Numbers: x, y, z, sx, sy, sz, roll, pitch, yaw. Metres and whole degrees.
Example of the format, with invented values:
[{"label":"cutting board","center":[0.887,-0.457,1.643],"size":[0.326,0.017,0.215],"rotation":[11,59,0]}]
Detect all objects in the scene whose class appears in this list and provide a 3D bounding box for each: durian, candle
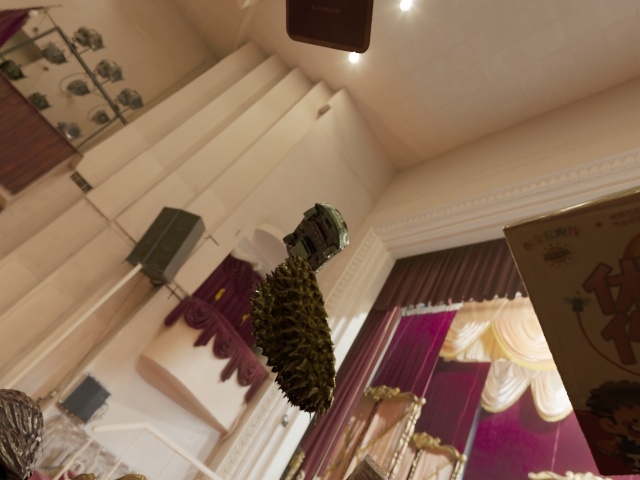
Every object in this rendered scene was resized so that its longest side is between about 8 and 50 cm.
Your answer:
[{"label":"durian","center":[-0.038,0.165,0.867],"size":[0.158,0.352,0.169],"rotation":[-28,-40,13]},{"label":"candle","center":[0.080,0.532,0.925],"size":[0.068,0.192,0.169],"rotation":[40,-56,18]}]

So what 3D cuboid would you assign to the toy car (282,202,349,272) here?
[{"label":"toy car","center":[0.000,0.000,1.208],"size":[0.136,0.125,0.306],"rotation":[62,-33,12]}]

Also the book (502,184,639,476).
[{"label":"book","center":[0.255,0.070,0.316],"size":[0.162,0.022,0.232],"rotation":[-20,-81,31]}]

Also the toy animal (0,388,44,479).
[{"label":"toy animal","center":[-0.412,0.239,0.495],"size":[0.298,0.122,0.185],"rotation":[-7,-9,37]}]

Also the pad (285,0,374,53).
[{"label":"pad","center":[0.015,-0.574,1.080],"size":[0.266,0.002,0.176],"rotation":[24,-49,28]}]

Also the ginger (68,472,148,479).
[{"label":"ginger","center":[-0.307,0.340,0.559],"size":[0.133,0.214,0.059],"rotation":[177,-110,-88]}]
